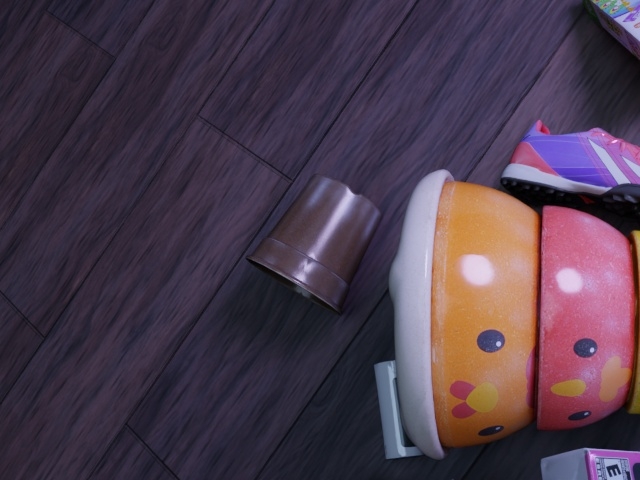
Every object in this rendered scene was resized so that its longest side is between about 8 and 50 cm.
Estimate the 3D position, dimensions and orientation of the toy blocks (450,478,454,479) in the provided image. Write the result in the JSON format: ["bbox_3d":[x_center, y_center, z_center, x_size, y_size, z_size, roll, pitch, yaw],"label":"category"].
[{"bbox_3d":[0.181,0.426,0.926,0.260,0.309,0.288,-21,88,-13],"label":"toy blocks"}]

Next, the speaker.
[{"bbox_3d":[0.111,0.239,1.084,0.055,0.055,0.136,-13,71,21],"label":"speaker"}]

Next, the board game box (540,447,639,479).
[{"bbox_3d":[0.392,0.335,0.774,0.304,0.097,0.224,8,63,-16],"label":"board game box"}]

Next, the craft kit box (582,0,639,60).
[{"bbox_3d":[0.493,-0.337,0.987,0.250,0.061,0.246,-29,31,15],"label":"craft kit box"}]

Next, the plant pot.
[{"bbox_3d":[0.000,0.000,1.147,0.167,0.167,0.165,26,80,28],"label":"plant pot"}]

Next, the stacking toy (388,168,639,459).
[{"bbox_3d":[0.337,0.086,0.882,0.480,0.350,0.350,-1,76,17],"label":"stacking toy"}]

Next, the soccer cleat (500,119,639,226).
[{"bbox_3d":[0.386,-0.090,0.985,0.318,0.109,0.116,16,79,47],"label":"soccer cleat"}]
